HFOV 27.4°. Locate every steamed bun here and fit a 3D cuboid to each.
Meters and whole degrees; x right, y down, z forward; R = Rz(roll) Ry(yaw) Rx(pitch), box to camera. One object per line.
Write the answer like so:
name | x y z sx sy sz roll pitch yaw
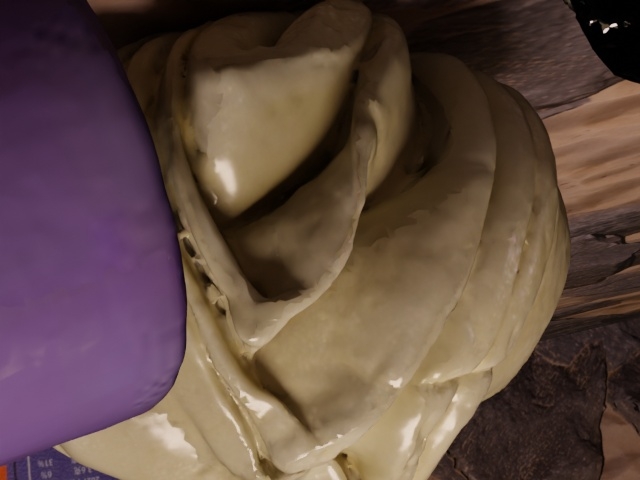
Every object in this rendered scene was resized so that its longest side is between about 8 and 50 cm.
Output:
steamed bun | 0.001 -0.003 0.683 0.289 0.276 0.203 17 150 -11

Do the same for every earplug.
earplug | -0.286 0.041 0.430 0.455 0.215 0.215 -22 174 -26

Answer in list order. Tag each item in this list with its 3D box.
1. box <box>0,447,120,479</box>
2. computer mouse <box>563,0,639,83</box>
box | -0.235 0.172 1.194 0.348 0.257 0.318 1 168 -45
computer mouse | 0.202 -0.125 0.691 0.146 0.078 0.241 -18 167 23
